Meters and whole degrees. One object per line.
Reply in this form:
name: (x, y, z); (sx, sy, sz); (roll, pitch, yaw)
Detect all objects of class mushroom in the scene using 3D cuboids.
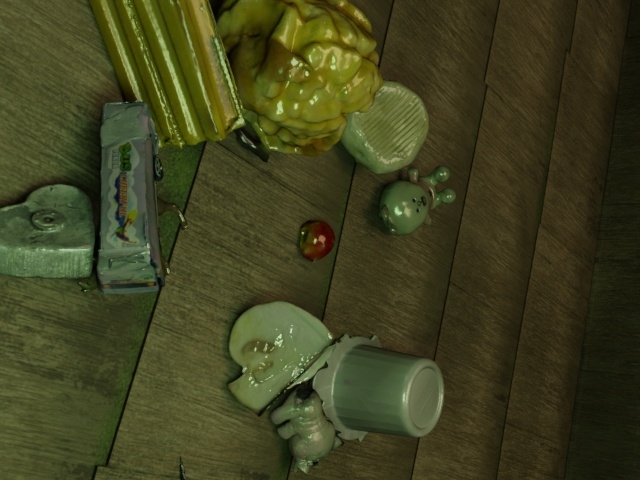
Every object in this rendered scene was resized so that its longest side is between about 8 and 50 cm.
mushroom: (-0.090, 0.224, 1.719); (0.236, 0.173, 0.162); (-43, 166, 3)

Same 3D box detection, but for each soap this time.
soap: (-0.260, -0.320, 1.431); (0.096, 0.204, 0.325); (-40, 121, -47)

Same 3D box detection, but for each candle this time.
candle: (-0.411, -0.004, 1.276); (0.192, 0.168, 0.068); (-42, 155, -47)

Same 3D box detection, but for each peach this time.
peach: (-0.001, 0.000, 1.860); (0.098, 0.061, 0.098); (10, 76, -47)

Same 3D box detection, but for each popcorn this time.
popcorn: (-0.064, -0.324, 1.616); (0.349, 0.349, 0.382); (-7, 135, -50)

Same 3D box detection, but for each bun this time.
bun: (0.138, -0.269, 1.970); (0.231, 0.133, 0.231); (0, 90, -25)

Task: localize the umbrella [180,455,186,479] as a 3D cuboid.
umbrella: (-0.258, 0.483, 1.588); (0.022, 0.022, 0.149); (-13, 94, -26)

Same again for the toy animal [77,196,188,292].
toy animal: (-0.337, 0.006, 1.438); (0.186, 0.093, 0.214); (41, 60, -54)

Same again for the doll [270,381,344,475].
doll: (-0.024, 0.402, 1.813); (0.149, 0.095, 0.192); (-40, 117, -46)

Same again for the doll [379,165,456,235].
doll: (0.225, -0.091, 2.106); (0.275, 0.113, 0.155); (-32, 106, -38)

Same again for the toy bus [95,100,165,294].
toy bus: (-0.308, -0.077, 1.340); (0.138, 0.112, 0.317); (100, -17, -60)

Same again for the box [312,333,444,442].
box: (0.147, 0.341, 1.931); (0.291, 0.206, 0.263); (24, 71, -51)
